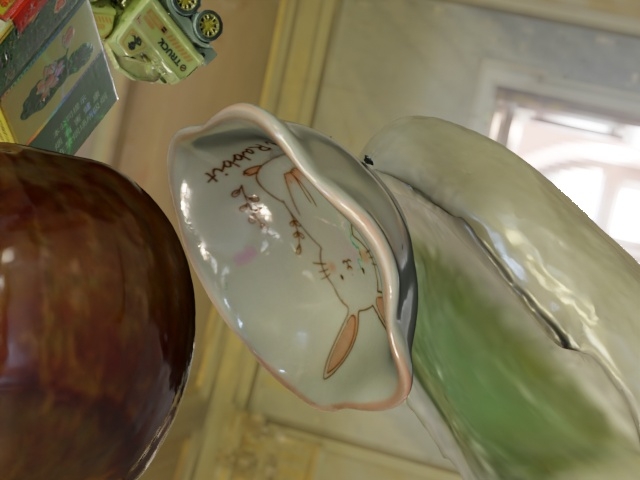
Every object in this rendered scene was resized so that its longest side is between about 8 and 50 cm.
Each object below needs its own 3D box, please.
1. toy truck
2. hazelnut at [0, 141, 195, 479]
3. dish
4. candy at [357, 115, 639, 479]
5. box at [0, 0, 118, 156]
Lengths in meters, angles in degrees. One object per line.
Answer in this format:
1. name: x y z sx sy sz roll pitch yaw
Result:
1. toy truck: -0.193 -0.230 1.522 0.116 0.085 0.191 -51 -61 -20
2. hazelnut: -0.183 0.046 0.840 0.218 0.234 0.218 -179 90 -68
3. dish: 0.000 0.000 0.985 0.081 0.229 0.229 -32 -40 -31
4. candy: 0.179 0.068 1.380 0.186 0.427 0.386 -35 -13 -21
5. box: -0.243 -0.146 1.340 0.132 0.034 0.235 -55 -18 -23
